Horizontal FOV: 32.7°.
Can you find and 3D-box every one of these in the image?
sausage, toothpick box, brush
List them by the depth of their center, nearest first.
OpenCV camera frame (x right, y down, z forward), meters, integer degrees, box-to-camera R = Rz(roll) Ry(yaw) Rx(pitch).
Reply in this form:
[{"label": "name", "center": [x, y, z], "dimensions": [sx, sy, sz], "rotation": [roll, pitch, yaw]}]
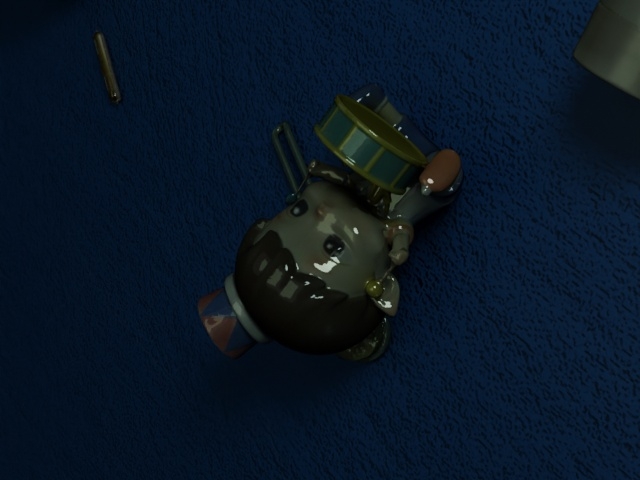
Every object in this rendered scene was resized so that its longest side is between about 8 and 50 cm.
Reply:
[{"label": "toothpick box", "center": [0.269, -0.185, 0.779], "dimensions": [0.111, 0.111, 0.181], "rotation": [41, 115, 34]}, {"label": "brush", "center": [0.000, -0.004, 1.077], "dimensions": [0.062, 0.027, 0.266], "rotation": [-33, 69, 28]}, {"label": "sausage", "center": [-0.256, -0.208, 1.310], "dimensions": [0.015, 0.015, 0.100], "rotation": [-30, 72, 38]}]

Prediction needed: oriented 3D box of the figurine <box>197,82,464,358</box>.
[{"label": "figurine", "center": [0.006, 0.002, 0.963], "dimensions": [0.275, 0.158, 0.161], "rotation": [-57, 47, 14]}]
